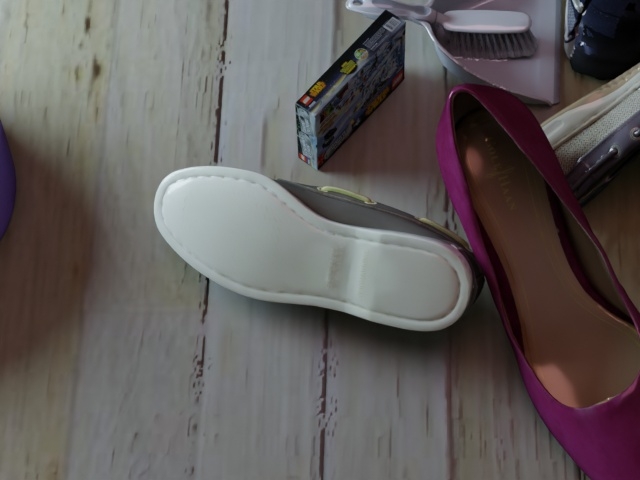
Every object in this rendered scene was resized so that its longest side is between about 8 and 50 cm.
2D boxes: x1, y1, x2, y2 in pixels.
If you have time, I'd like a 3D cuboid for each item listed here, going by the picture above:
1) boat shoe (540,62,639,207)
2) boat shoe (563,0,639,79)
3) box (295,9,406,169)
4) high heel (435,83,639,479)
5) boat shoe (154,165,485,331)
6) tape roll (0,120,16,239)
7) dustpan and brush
[{"bbox_3d":[0.311,-0.117,1.624,0.285,0.103,0.092,-32,81,12],"label":"boat shoe"},{"bbox_3d":[0.301,-0.336,1.747,0.127,0.158,0.341,3,60,4],"label":"boat shoe"},{"bbox_3d":[0.029,-0.141,1.678,0.027,0.094,0.137,34,66,20],"label":"box"},{"bbox_3d":[0.191,0.048,1.487,0.127,0.181,0.377,-30,68,11],"label":"high heel"},{"bbox_3d":[-0.001,0.004,1.596,0.305,0.091,0.109,17,103,17],"label":"boat shoe"},{"bbox_3d":[-0.425,-0.061,1.650,0.274,0.090,0.275,-1,59,2],"label":"tape roll"},{"bbox_3d":[0.130,-0.209,1.734,0.211,0.060,0.147,3,60,4],"label":"dustpan and brush"}]
